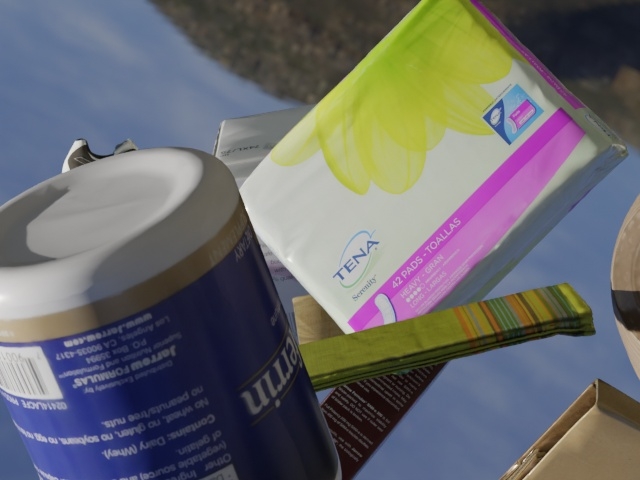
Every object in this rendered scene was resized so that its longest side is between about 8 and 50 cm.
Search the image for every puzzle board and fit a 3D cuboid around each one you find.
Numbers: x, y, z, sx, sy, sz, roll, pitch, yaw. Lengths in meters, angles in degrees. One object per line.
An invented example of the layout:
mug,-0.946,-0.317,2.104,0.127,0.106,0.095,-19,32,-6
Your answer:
puzzle board,0.039,0.089,1.987,0.128,0.011,0.096,-10,-131,0

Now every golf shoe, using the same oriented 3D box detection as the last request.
golf shoe,-0.212,-0.072,2.244,0.198,0.094,0.077,9,-178,-17

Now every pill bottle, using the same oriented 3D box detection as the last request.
pill bottle,-0.077,0.097,0.988,0.153,0.265,0.153,-16,-156,7

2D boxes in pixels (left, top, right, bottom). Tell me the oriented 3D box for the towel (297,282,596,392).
towel,0.070,0.073,1.316,0.237,0.021,0.102,-13,-170,1

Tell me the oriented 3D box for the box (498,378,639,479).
box,0.163,0.170,0.901,0.201,0.164,0.021,31,-149,-13

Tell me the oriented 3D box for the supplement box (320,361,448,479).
supplement box,0.045,0.161,1.823,0.073,0.239,0.130,39,159,5

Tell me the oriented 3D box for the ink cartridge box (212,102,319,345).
ink cartridge box,0.000,0.000,2.150,0.198,0.270,0.197,-9,-156,6

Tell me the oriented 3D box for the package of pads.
package of pads,0.091,-0.059,1.687,0.229,0.296,0.101,48,-168,18

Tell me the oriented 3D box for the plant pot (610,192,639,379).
plant pot,0.280,0.025,1.301,0.109,0.237,0.237,7,-158,-41
